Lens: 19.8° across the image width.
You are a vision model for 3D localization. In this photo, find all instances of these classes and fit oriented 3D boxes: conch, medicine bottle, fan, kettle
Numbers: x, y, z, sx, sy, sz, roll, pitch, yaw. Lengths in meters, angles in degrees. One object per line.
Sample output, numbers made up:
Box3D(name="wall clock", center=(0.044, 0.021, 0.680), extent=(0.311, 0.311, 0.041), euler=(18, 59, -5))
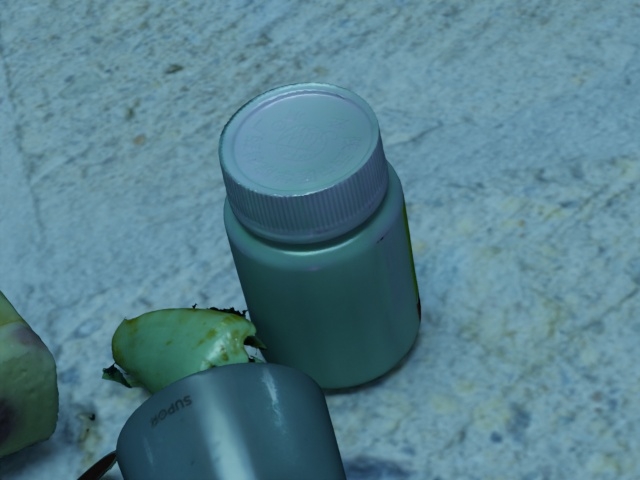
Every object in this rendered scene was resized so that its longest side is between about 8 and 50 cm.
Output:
Box3D(name="conch", center=(-0.101, 0.093, 1.447), extent=(0.170, 0.079, 0.105), euler=(22, 88, 35))
Box3D(name="medicine bottle", center=(0.000, 0.000, 1.422), extent=(0.139, 0.225, 0.139), euler=(-6, 47, 6))
Box3D(name="fan", center=(-0.175, 0.185, 1.366), extent=(0.085, 0.133, 0.005), euler=(-44, 98, -16))
Box3D(name="kettle", center=(-0.064, 0.239, 1.275), extent=(0.211, 0.160, 0.243), euler=(-28, 50, 11))

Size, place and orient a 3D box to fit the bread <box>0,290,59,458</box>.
Box3D(name="bread", center=(-0.389, 0.133, 1.390), extent=(0.338, 0.155, 0.187), euler=(-21, 51, -31))
